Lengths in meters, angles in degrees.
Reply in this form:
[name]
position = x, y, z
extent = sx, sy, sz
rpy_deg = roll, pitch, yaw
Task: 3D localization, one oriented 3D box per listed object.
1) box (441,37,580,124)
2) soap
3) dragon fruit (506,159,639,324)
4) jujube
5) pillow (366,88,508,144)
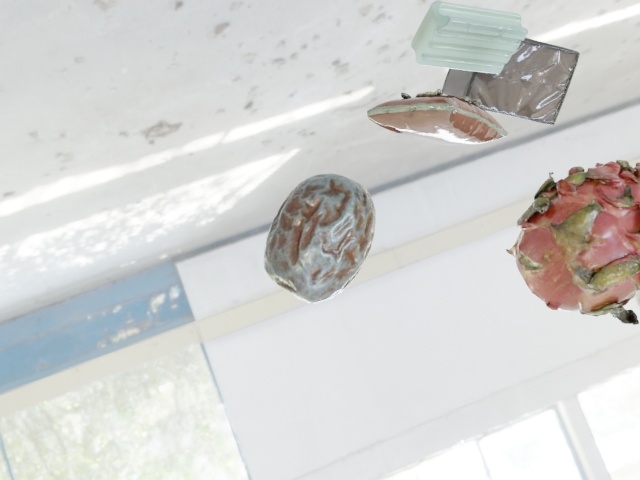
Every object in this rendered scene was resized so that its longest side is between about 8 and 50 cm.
[box]
position = 0.451, -0.395, 1.515
extent = 0.252, 0.188, 0.153
rpy_deg = 13, -163, -11
[soap]
position = 0.294, -0.401, 1.263
extent = 0.197, 0.067, 0.119
rpy_deg = 0, 148, -20
[dragon fruit]
position = 0.511, -0.005, 1.157
extent = 0.250, 0.269, 0.291
rpy_deg = 11, 133, -42
[jujube]
position = -0.001, -0.002, 1.523
extent = 0.246, 0.308, 0.215
rpy_deg = 17, 169, -7
[pillow]
position = 0.187, -0.198, 1.019
extent = 0.171, 0.075, 0.179
rpy_deg = 9, -178, 45
